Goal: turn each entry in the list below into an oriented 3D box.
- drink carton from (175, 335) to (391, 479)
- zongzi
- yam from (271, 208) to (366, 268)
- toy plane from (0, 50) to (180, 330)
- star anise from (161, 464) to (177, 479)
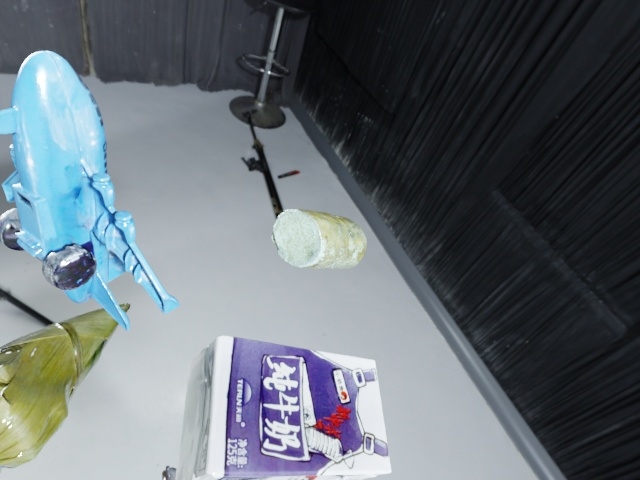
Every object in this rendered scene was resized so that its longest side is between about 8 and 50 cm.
[{"bbox_3d":[-0.037,0.205,0.468,0.222,0.102,0.134,18,47,-29],"label":"drink carton"},{"bbox_3d":[-0.367,0.180,0.565,0.274,0.250,0.125,-33,111,-34],"label":"zongzi"},{"bbox_3d":[0.000,0.000,0.730,0.107,0.107,0.194,48,19,23],"label":"yam"},{"bbox_3d":[-0.239,-0.031,0.379,0.254,0.271,0.105,28,46,19],"label":"toy plane"},{"bbox_3d":[-0.153,0.447,0.584,0.129,0.212,0.283,-10,39,-33],"label":"star anise"}]
